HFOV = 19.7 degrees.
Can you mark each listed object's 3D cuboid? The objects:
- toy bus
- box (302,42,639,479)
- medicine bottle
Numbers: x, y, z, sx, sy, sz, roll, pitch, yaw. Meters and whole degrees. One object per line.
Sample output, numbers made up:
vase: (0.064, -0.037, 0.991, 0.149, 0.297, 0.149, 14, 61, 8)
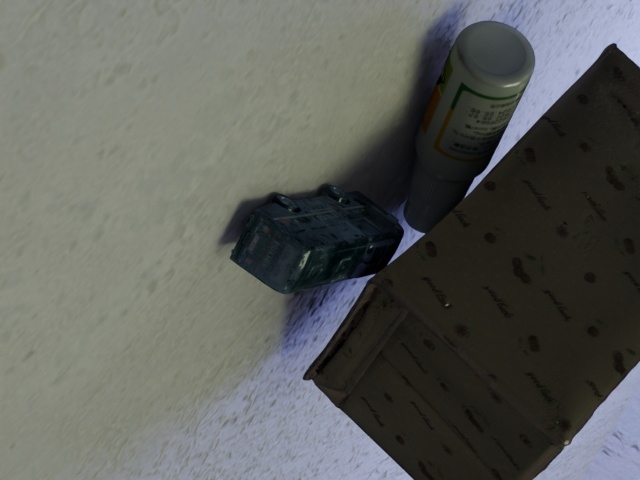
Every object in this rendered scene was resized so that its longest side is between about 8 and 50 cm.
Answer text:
toy bus: (0.000, 0.000, 1.282, 0.166, 0.065, 0.047, -11, 134, -62)
box: (0.170, 0.039, 1.412, 0.297, 0.190, 0.225, -44, 171, -27)
medicine bottle: (0.110, -0.089, 1.401, 0.092, 0.061, 0.220, -60, 175, -33)
